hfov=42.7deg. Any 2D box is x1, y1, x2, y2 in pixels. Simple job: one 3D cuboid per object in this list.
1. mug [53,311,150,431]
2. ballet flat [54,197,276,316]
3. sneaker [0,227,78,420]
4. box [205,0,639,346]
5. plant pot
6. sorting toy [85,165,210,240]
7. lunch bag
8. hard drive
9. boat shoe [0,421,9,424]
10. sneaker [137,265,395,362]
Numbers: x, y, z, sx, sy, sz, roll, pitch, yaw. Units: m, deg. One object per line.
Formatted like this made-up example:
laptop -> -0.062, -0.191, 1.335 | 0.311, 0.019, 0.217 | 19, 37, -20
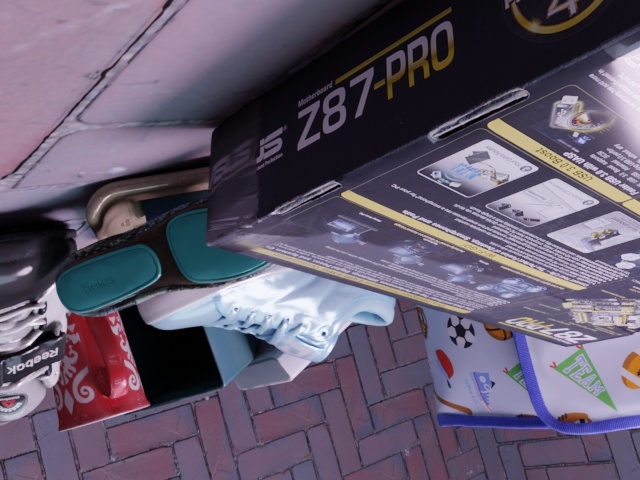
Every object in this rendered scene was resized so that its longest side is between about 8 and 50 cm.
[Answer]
mug -> -0.277, 0.137, 1.025 | 0.150, 0.169, 0.113 | -21, 171, 30
ballet flat -> -0.107, 0.006, 0.613 | 0.188, 0.070, 0.070 | -13, 174, 10
sneaker -> -0.270, 0.081, 0.722 | 0.122, 0.146, 0.330 | -11, 170, -24
box -> 0.176, -0.028, 0.526 | 0.394, 0.097, 0.318 | 18, 151, -36
plant pot -> -0.187, 0.123, 1.181 | 0.165, 0.166, 0.234 | -18, -179, 18
sorting toy -> -0.084, -0.020, 0.750 | 0.228, 0.041, 0.307 | -14, 173, -12
lunch bag -> 0.298, 0.070, 1.063 | 0.238, 0.328, 0.385 | -13, 180, -36
hard drive -> 0.024, 0.094, 1.276 | 0.353, 0.047, 0.233 | -41, -175, -27
boat shoe -> -0.509, 0.174, 1.121 | 0.116, 0.123, 0.324 | -50, 161, 1
sneaker -> -0.043, 0.085, 1.026 | 0.365, 0.150, 0.135 | -11, 170, -31
